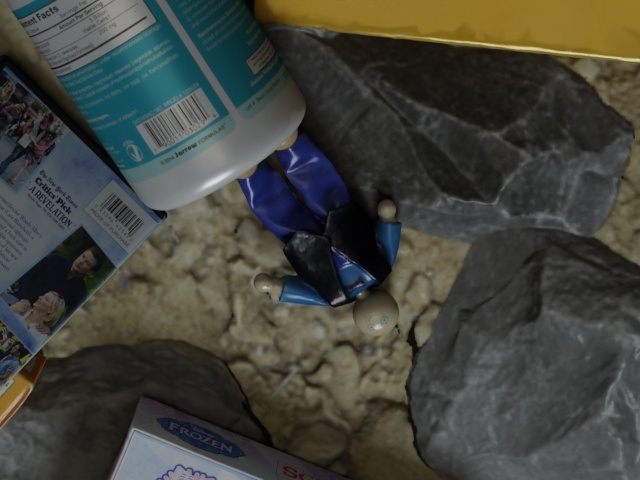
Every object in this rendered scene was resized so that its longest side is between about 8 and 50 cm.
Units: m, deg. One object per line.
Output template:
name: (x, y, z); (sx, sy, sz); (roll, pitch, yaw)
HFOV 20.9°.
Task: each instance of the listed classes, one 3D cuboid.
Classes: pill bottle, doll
pill bottle: (-0.135, -0.164, 1.257); (0.146, 0.146, 0.264); (-29, 105, 11)
doll: (0.000, 0.000, 1.360); (0.129, 0.046, 0.189); (-35, 111, 3)

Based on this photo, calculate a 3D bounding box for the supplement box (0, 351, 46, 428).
supplement box: (-0.331, 0.057, 1.378); (0.233, 0.078, 0.080); (43, 102, -12)

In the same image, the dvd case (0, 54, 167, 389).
dvd case: (-0.267, 0.007, 1.333); (0.180, 0.022, 0.253); (45, 80, -10)

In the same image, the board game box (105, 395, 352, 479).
board game box: (-0.066, 0.331, 1.466); (0.318, 0.066, 0.319); (23, 108, -6)

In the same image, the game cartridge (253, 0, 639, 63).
game cartridge: (0.107, -0.285, 1.261); (0.323, 0.053, 0.285); (7, 109, 3)
